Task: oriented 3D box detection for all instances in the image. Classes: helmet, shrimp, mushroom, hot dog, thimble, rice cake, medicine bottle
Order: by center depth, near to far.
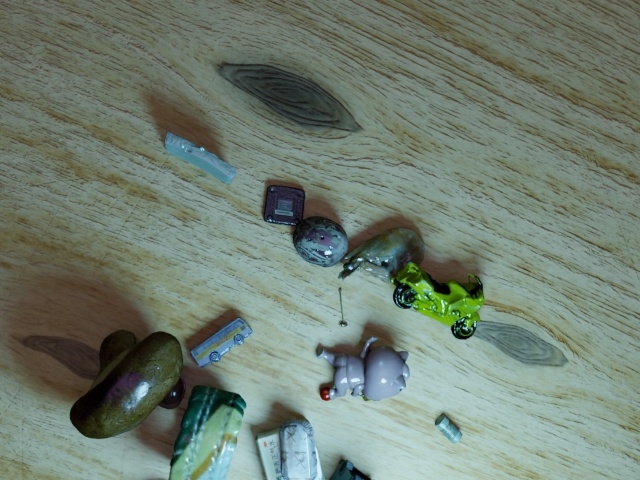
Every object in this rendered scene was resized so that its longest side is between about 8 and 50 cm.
[{"bbox_3d":[-0.517,0.390,1.584,0.239,0.345,0.345,20,81,-9],"label":"mushroom"},{"bbox_3d":[-0.319,0.560,1.640,0.167,0.254,0.288,17,108,-5],"label":"thimble"},{"bbox_3d":[-0.063,0.612,1.679,0.108,0.059,0.191,-5,88,4],"label":"hot dog"},{"bbox_3d":[-0.446,0.447,1.725,0.089,0.057,0.111,9,82,-11],"label":"helmet"},{"bbox_3d":[-0.366,-0.250,1.778,0.237,0.127,0.043,28,78,-7],"label":"rice cake"},{"bbox_3d":[0.011,0.002,1.818,0.177,0.107,0.153,22,83,-17],"label":"helmet"},{"bbox_3d":[0.408,0.603,1.862,0.047,0.047,0.083,-45,93,-11],"label":"medicine bottle"},{"bbox_3d":[0.199,0.069,1.870,0.317,0.077,0.168,-28,92,-14],"label":"shrimp"}]

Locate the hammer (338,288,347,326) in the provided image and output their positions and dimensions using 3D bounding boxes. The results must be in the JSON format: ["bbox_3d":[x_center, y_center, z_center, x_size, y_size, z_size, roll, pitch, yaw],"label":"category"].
[{"bbox_3d":[0.068,0.215,1.862,0.029,0.014,0.123,-3,82,-19],"label":"hammer"}]

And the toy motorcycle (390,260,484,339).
[{"bbox_3d":[0.392,0.174,1.848,0.342,0.142,0.206,28,85,-20],"label":"toy motorcycle"}]

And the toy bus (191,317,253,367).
[{"bbox_3d":[-0.297,0.309,1.765,0.190,0.064,0.075,-36,79,-12],"label":"toy bus"}]

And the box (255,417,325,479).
[{"bbox_3d":[-0.088,0.664,1.747,0.168,0.095,0.212,-15,86,-9],"label":"box"}]

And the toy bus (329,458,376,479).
[{"bbox_3d":[0.094,0.760,1.679,0.133,0.271,0.165,37,83,-4],"label":"toy bus"}]

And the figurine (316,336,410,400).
[{"bbox_3d":[0.134,0.410,1.802,0.287,0.186,0.176,-7,45,9],"label":"figurine"}]

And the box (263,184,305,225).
[{"bbox_3d":[-0.114,-0.112,1.857,0.126,0.027,0.125,7,83,-10],"label":"box"}]
